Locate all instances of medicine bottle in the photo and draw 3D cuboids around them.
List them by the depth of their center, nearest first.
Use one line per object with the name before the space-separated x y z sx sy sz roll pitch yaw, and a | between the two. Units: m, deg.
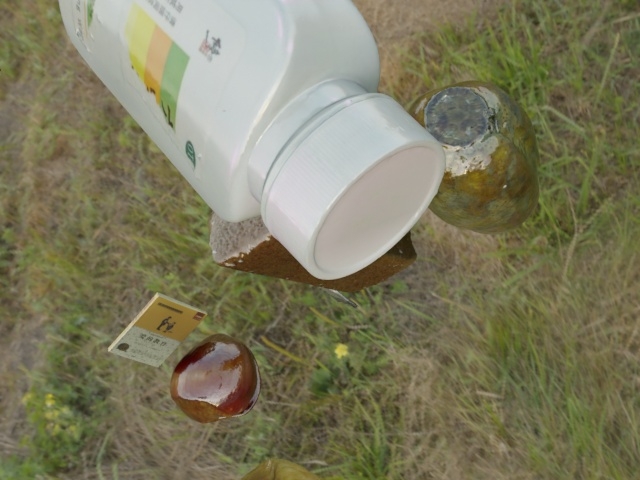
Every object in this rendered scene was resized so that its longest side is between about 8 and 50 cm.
medicine bottle | -0.057 -0.111 0.514 0.296 0.111 0.161 47 136 24

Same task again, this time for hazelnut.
hazelnut | -0.206 0.271 1.560 0.178 0.204 0.178 -1 75 4

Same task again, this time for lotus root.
lotus root | 0.272 -0.150 1.439 0.250 0.346 0.250 -6 71 19

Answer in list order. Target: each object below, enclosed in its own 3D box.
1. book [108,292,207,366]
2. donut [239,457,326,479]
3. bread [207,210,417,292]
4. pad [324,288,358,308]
book | -0.317 0.177 1.544 0.172 0.118 0.012 -46 40 22
donut | -0.025 0.326 0.568 0.330 0.160 0.330 -160 90 -76
bread | 0.000 0.000 1.340 0.165 0.416 0.113 -26 67 27
pad | 0.011 0.118 2.071 0.174 0.233 0.022 36 84 -6
